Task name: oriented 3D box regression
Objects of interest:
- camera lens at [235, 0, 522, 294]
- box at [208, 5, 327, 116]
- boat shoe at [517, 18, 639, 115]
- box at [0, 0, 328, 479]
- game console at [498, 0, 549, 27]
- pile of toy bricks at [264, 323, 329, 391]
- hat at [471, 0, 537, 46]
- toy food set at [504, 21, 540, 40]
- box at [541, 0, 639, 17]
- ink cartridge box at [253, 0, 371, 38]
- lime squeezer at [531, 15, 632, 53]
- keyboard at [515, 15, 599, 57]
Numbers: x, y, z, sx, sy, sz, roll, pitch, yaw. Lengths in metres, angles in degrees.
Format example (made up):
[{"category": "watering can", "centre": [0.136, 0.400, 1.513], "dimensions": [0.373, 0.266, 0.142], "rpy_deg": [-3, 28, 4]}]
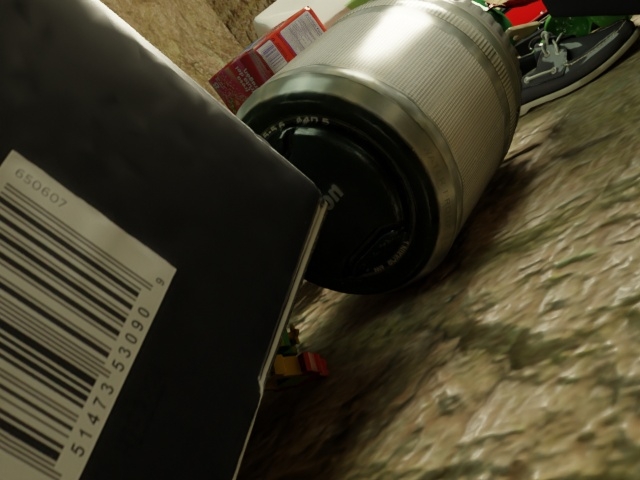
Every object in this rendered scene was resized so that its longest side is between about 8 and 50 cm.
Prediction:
[{"category": "camera lens", "centre": [0.058, -0.099, 0.839], "dimensions": [0.219, 0.219, 0.274], "rpy_deg": [-28, 16, 42]}, {"category": "box", "centre": [-0.010, -0.165, 1.204], "dimensions": [0.122, 0.257, 0.128], "rpy_deg": [-18, 24, 52]}, {"category": "boat shoe", "centre": [0.256, -0.198, 0.994], "dimensions": [0.206, 0.065, 0.075], "rpy_deg": [-27, 17, 44]}, {"category": "box", "centre": [-0.299, 0.139, 0.598], "dimensions": [0.472, 0.297, 0.480], "rpy_deg": [-31, 29, 40]}, {"category": "game console", "centre": [0.335, -0.346, 1.390], "dimensions": [0.144, 0.085, 0.124], "rpy_deg": [-34, -28, 19]}, {"category": "pile of toy bricks", "centre": [-0.065, 0.105, 0.797], "dimensions": [0.105, 0.118, 0.212], "rpy_deg": [-1, -23, -31]}, {"category": "hat", "centre": [0.275, -0.302, 1.275], "dimensions": [0.183, 0.173, 0.208], "rpy_deg": [-4, 27, 26]}, {"category": "toy food set", "centre": [0.186, -0.209, 1.121], "dimensions": [0.192, 0.038, 0.132], "rpy_deg": [-51, -13, 30]}, {"category": "box", "centre": [0.406, -0.399, 0.896], "dimensions": [0.343, 0.179, 0.312], "rpy_deg": [-40, 24, -8]}, {"category": "ink cartridge box", "centre": [0.049, -0.249, 1.412], "dimensions": [0.207, 0.353, 0.119], "rpy_deg": [-43, 51, -18]}, {"category": "lime squeezer", "centre": [0.315, -0.256, 1.061], "dimensions": [0.310, 0.059, 0.110], "rpy_deg": [-23, 19, 51]}, {"category": "keyboard", "centre": [0.385, -0.325, 1.174], "dimensions": [0.317, 0.033, 0.201], "rpy_deg": [-26, 17, 49]}]
